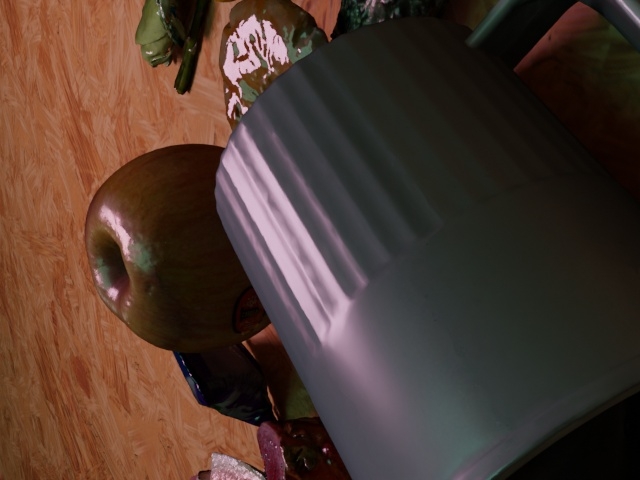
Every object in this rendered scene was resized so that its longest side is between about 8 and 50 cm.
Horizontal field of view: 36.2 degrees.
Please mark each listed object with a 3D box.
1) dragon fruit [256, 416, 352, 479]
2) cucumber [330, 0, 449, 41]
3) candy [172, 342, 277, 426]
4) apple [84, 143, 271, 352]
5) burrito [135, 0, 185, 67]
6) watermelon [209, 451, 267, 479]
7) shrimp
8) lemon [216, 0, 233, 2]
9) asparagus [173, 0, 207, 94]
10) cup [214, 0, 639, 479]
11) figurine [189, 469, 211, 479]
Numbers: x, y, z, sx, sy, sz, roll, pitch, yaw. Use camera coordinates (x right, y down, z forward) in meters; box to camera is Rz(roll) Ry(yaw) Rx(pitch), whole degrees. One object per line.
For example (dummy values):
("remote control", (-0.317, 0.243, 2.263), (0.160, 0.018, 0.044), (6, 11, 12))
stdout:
("dragon fruit", (-0.006, 0.255, 1.091), (0.096, 0.102, 0.147), (-46, 59, 50))
("cucumber", (0.054, -0.179, 0.801), (0.096, 0.096, 0.359), (53, 143, 35))
("candy", (-0.119, 0.148, 1.152), (0.145, 0.070, 0.275), (56, -176, 23))
("apple", (-0.127, 0.008, 0.976), (0.211, 0.188, 0.211), (36, 134, 48))
("burrito", (-0.180, -0.304, 1.178), (0.288, 0.054, 0.104), (118, 149, -51))
("watermelon", (-0.067, 0.395, 1.178), (0.256, 0.176, 0.260), (110, 169, -71))
("shrimp", (-0.014, -0.068, 0.846), (0.154, 0.062, 0.294), (14, 127, 48))
("lemon", (-0.104, -0.291, 1.057), (0.092, 0.065, 0.065), (1, 103, 54))
("asparagus", (-0.153, -0.263, 1.197), (0.233, 0.022, 0.023), (115, 177, -51))
("cup", (0.101, 0.010, 0.638), (0.311, 0.257, 0.331), (58, 147, 32))
("figurine", (-0.194, 0.402, 1.515), (0.072, 0.054, 0.129), (59, 144, 36))
